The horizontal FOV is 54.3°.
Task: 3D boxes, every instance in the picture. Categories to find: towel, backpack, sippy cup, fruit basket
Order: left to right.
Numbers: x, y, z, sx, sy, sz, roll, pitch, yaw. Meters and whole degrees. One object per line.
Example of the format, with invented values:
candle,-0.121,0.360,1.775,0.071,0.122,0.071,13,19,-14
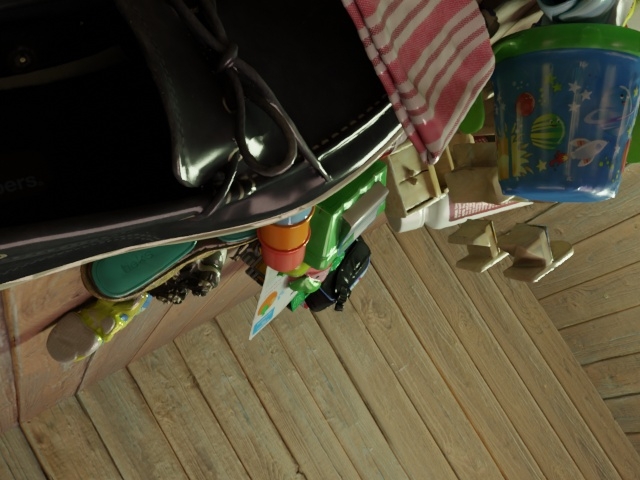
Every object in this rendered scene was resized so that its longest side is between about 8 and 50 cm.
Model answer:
fruit basket,0.000,0.000,1.169,0.327,0.165,0.353,-43,155,-41
backpack,0.009,0.056,1.814,0.263,0.277,0.213,-35,-178,-39
towel,0.076,-0.172,0.461,0.029,0.197,0.144,-1,-139,42
sippy cup,0.359,-0.173,0.928,0.305,0.224,0.240,5,179,13

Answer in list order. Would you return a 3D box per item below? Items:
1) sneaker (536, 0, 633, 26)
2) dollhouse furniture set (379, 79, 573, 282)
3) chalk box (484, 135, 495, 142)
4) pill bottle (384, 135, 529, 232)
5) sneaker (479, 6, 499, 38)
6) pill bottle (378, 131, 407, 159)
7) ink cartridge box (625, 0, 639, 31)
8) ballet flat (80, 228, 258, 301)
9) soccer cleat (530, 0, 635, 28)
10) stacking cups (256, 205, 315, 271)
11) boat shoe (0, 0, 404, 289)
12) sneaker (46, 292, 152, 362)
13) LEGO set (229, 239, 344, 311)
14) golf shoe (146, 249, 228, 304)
sneaker,0.344,-0.348,0.855,0.150,0.135,0.366,-23,165,-3
dollhouse furniture set,0.328,-0.155,1.276,0.256,0.362,0.394,-29,-160,-26
chalk box,0.446,-0.315,1.292,0.179,0.180,0.289,-31,175,-7
pill bottle,0.361,-0.159,1.634,0.392,0.224,0.224,-15,172,-7
sneaker,0.210,-0.296,0.940,0.058,0.052,0.135,-19,162,-20
pill bottle,0.077,-0.173,1.047,0.152,0.086,0.086,-26,172,-37
ink cartridge box,0.619,-0.457,1.223,0.231,0.078,0.134,-34,-154,20
ballet flat,-0.183,-0.026,0.907,0.348,0.123,0.123,-30,174,-21
soccer cleat,0.472,-0.407,1.107,0.289,0.121,0.093,-42,-138,-20
stacking cups,-0.045,-0.059,0.780,0.096,0.096,0.316,-29,150,-23
boat shoe,-0.098,-0.091,0.412,0.500,0.187,0.156,-23,176,-27
sneaker,-0.415,0.154,1.221,0.240,0.091,0.126,-34,174,12
LEGO set,-0.079,0.002,1.477,0.255,0.192,0.331,-49,163,-11
golf shoe,-0.239,0.035,1.059,0.272,0.105,0.120,-13,-134,45
